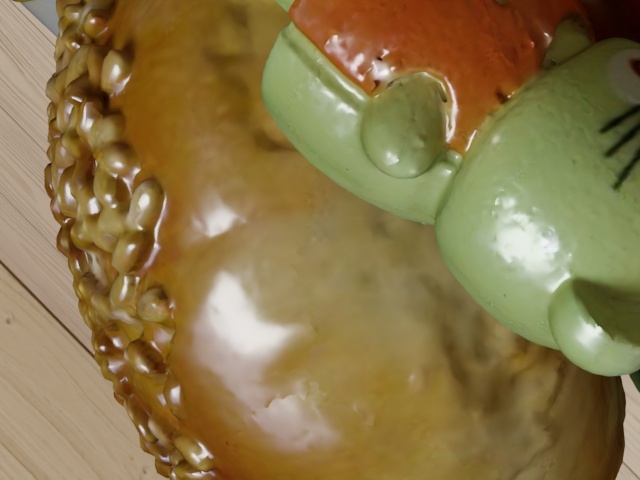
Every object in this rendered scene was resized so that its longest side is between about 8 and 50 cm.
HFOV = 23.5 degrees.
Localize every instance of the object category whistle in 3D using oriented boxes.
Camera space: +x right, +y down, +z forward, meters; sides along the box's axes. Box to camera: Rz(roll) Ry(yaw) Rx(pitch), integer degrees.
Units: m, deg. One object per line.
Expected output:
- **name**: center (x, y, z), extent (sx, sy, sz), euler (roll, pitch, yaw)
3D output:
- **whistle**: center (0.050, -0.062, 0.557), extent (0.288, 0.131, 0.106), euler (45, 132, 12)

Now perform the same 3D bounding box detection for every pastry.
- **pastry**: center (0.000, 0.000, 0.812), extent (0.409, 0.245, 0.409), euler (-22, -90, -86)

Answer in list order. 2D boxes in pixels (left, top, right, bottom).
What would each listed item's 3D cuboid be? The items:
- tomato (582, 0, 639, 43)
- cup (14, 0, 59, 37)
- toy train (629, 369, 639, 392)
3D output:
- **tomato**: center (0.133, -0.145, 0.598), extent (0.195, 0.136, 0.195), euler (40, 159, 19)
- **cup**: center (-0.146, -0.251, 0.895), extent (0.241, 0.185, 0.226), euler (-19, 124, 32)
- **toy train**: center (0.249, 0.012, 0.696), extent (0.301, 0.120, 0.202), euler (18, 149, 48)
